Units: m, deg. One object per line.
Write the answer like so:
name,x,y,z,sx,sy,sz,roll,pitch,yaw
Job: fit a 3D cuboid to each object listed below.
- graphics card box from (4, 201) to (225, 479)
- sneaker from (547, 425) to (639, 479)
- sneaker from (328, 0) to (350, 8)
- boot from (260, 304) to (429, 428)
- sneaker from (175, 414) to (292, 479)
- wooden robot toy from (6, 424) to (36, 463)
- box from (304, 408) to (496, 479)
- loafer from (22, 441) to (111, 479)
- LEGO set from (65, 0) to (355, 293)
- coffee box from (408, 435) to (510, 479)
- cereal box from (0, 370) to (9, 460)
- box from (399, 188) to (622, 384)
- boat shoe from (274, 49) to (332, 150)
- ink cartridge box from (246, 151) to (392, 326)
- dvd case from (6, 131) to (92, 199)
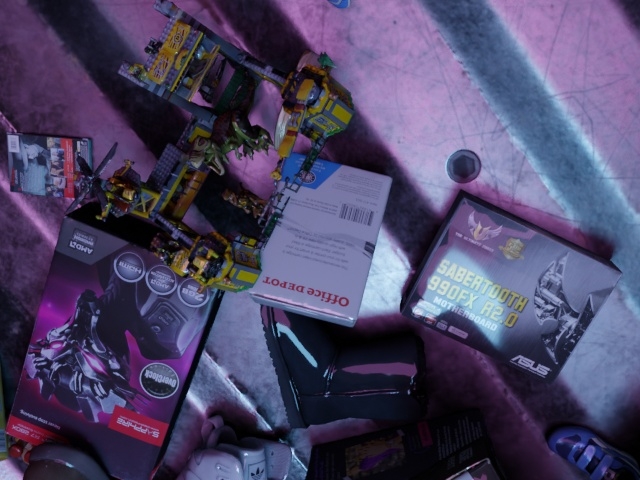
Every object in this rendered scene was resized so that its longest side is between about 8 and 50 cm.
graphics card box,-0.292,0.156,0.988,0.232,0.094,0.371,23,107,0
sneaker,0.394,0.312,0.972,0.144,0.059,0.053,24,110,0
sneaker,0.077,-0.361,0.810,0.211,0.080,0.081,-30,122,15
boot,0.039,0.147,0.945,0.207,0.094,0.247,-9,108,10
sneaker,-0.092,0.414,0.955,0.366,0.137,0.210,31,105,38
wooden robot toy,-0.462,0.326,1.073,0.173,0.076,0.079,23,119,0
box,0.127,0.372,0.977,0.270,0.143,0.165,-17,103,12
loafer,-0.343,0.457,1.021,0.133,0.130,0.366,-9,126,26
LEGO set,-0.140,-0.111,0.775,0.255,0.192,0.331,43,102,31
coffee box,0.216,0.391,0.770,0.119,0.168,0.297,-32,78,7
cereal box,-0.596,0.277,1.043,0.240,0.047,0.173,-19,72,11
box,0.249,0.064,0.917,0.231,0.056,0.183,26,108,-2
boat shoe,-0.023,-0.174,0.881,0.045,0.050,0.135,22,108,5
ink cartridge box,0.000,0.000,0.870,0.139,0.082,0.191,15,78,2
dvd case,-0.381,-0.105,0.962,0.119,0.013,0.087,5,107,4
